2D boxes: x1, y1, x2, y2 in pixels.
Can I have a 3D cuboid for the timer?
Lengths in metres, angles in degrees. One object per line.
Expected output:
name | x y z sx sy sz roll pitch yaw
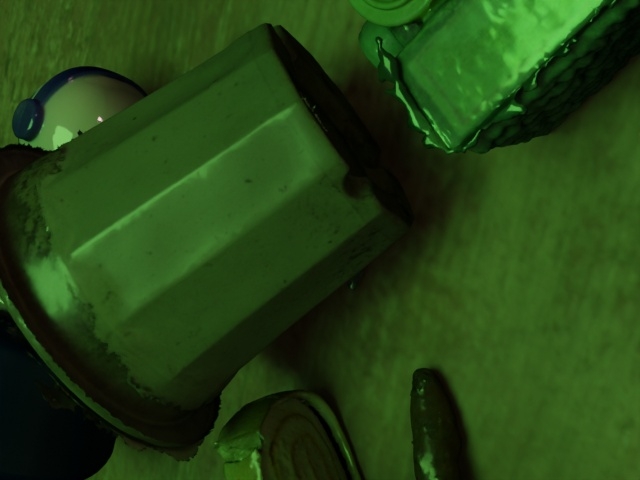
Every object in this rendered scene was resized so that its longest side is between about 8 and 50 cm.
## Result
timer | -0.269 0.015 0.995 0.270 0.270 0.384 29 98 38

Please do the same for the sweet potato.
sweet potato | 0.086 0.233 0.765 0.074 0.074 0.270 -6 85 43

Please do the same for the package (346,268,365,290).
package | 0.000 0.000 0.867 0.110 0.015 0.037 40 119 36

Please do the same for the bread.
bread | -0.020 0.202 0.830 0.064 0.117 0.156 -31 72 38

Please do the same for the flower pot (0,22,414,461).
flower pot | -0.082 -0.019 0.777 0.259 0.290 0.290 -36 67 13

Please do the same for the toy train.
toy train | 0.137 -0.186 0.638 0.272 0.159 0.188 -46 72 35
